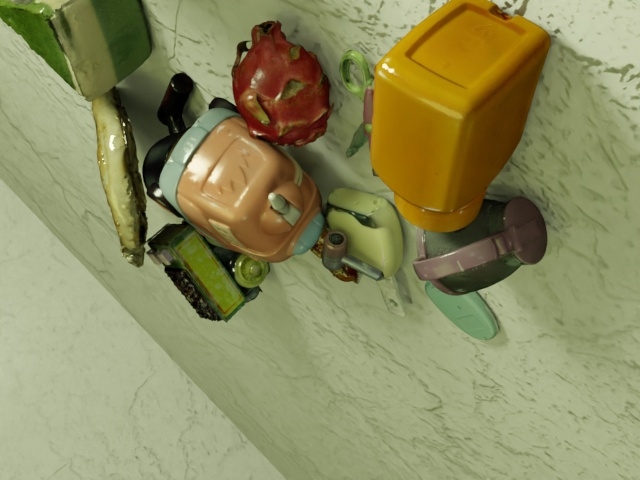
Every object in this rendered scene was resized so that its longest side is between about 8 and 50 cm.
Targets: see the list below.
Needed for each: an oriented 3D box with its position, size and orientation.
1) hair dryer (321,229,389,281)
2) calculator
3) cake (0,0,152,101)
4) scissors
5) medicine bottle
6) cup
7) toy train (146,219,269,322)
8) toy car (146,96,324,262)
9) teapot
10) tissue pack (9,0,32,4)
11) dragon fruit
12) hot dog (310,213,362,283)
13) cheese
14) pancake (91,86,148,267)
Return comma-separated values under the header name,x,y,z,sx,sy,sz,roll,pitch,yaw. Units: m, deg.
name,x,y,z,sx,sy,sz,roll,pitch,yaw
hair dryer,0.055,0.032,1.054,0.114,0.037,0.063,28,149,13
calculator,0.204,0.091,1.043,0.153,0.021,0.095,46,155,-7
cake,-0.425,-0.361,1.188,0.283,0.158,0.172,25,149,40
scissors,0.071,-0.150,0.895,0.133,0.020,0.187,36,152,12
medicine bottle,0.131,-0.112,0.706,0.112,0.149,0.222,36,153,23
cup,-0.213,-0.155,1.231,0.166,0.239,0.177,11,179,-30
toy train,-0.228,0.043,1.452,0.134,0.177,0.261,3,132,55
toy car,-0.101,-0.066,1.041,0.212,0.180,0.270,32,174,23
teapot,0.183,-0.003,0.819,0.148,0.116,0.146,13,160,-37
tissue pack,-0.352,-0.482,0.743,0.380,0.297,0.207,39,156,11
dragon fruit,-0.055,-0.193,0.897,0.136,0.133,0.166,7,125,41
hot dog,0.000,0.000,1.185,0.191,0.059,0.108,39,159,11
cheese,0.089,0.031,1.095,0.127,0.054,0.251,20,145,42
pancake,-0.394,-0.132,1.369,0.382,0.071,0.382,169,90,-74
